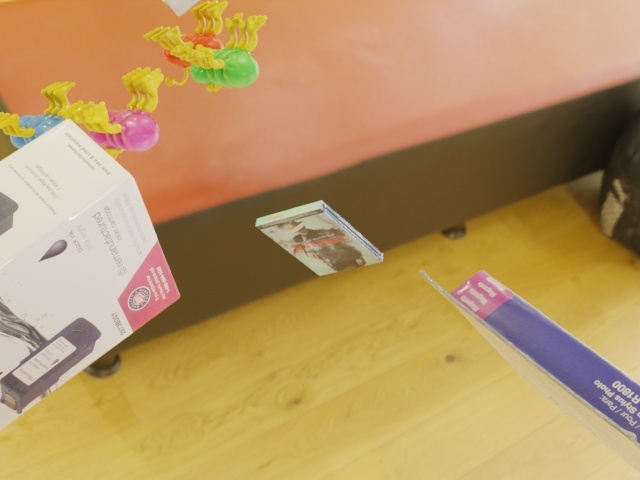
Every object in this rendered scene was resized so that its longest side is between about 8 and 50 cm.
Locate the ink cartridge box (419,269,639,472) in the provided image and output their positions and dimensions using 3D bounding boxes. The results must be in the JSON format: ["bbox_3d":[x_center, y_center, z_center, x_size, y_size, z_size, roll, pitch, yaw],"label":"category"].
[{"bbox_3d":[0.302,0.163,1.019,0.071,0.330,0.324,-48,45,-2],"label":"ink cartridge box"}]

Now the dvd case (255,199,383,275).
[{"bbox_3d":[0.000,0.000,0.953,0.119,0.087,0.013,41,46,-42],"label":"dvd case"}]

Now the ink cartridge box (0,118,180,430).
[{"bbox_3d":[-0.250,0.043,0.711,0.237,0.172,0.100,-38,58,-20],"label":"ink cartridge box"}]

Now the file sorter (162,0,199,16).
[{"bbox_3d":[-0.085,-0.274,0.358,0.173,0.277,0.193,-36,29,6],"label":"file sorter"}]

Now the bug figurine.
[{"bbox_3d":[-0.172,-0.146,0.865,0.279,0.072,0.216,-36,30,-27],"label":"bug figurine"}]
